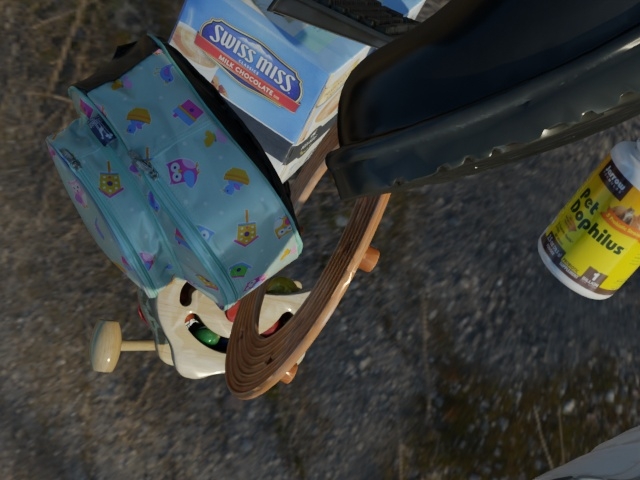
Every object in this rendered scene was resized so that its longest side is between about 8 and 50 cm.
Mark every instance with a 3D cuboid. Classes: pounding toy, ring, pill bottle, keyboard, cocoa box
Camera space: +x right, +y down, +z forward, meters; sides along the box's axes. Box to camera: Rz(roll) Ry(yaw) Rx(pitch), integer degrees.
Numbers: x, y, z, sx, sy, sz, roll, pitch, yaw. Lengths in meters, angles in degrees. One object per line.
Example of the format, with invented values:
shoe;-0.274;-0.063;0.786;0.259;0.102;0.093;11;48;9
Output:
pounding toy;-0.148;0.074;1.423;0.270;0.155;0.154;-2;99;-26
ring;0.000;0.000;1.124;0.032;0.336;0.336;28;104;-15
pill bottle;0.370;-0.038;1.429;0.117;0.117;0.215;39;119;7
keyboard;0.009;-0.218;1.088;0.202;0.317;0.033;21;103;6
cocoa box;-0.043;-0.279;1.687;0.231;0.347;0.228;36;129;6

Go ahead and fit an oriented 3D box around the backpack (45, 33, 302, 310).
backpack;-0.105;-0.036;0.884;0.144;0.166;0.188;-43;73;-14

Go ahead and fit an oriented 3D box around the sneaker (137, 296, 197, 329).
sneaker;-0.204;0.038;1.709;0.090;0.145;0.270;-51;56;49

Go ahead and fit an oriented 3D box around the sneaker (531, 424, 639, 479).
sneaker;0.266;0.233;1.059;0.297;0.129;0.111;-20;91;-7

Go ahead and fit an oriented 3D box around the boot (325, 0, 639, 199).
boot;0.119;-0.190;0.561;0.348;0.131;0.260;-27;83;14
